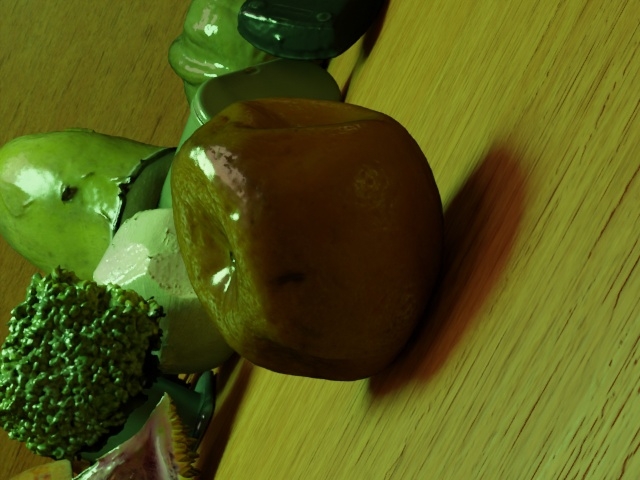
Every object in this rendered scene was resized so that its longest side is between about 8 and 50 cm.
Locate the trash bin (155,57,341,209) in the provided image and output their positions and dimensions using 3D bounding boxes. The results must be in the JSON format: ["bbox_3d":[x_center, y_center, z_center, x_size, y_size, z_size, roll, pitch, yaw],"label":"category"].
[{"bbox_3d":[-0.110,-0.125,2.002,0.243,0.121,0.247,-22,-27,-40],"label":"trash bin"}]

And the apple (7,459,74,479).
[{"bbox_3d":[-0.404,0.455,1.892,0.251,0.163,0.293,-177,81,-77],"label":"apple"}]

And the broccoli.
[{"bbox_3d":[-0.325,0.136,1.727,0.242,0.180,0.273,-55,27,-6],"label":"broccoli"}]

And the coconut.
[{"bbox_3d":[-0.202,0.074,1.910,0.227,0.227,0.230,-57,8,43],"label":"coconut"}]

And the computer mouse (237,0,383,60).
[{"bbox_3d":[-0.001,-0.347,2.027,0.100,0.170,0.269,82,-150,-41],"label":"computer mouse"}]

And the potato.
[{"bbox_3d":[-0.337,-0.036,2.183,0.397,0.296,0.290,40,-115,-64],"label":"potato"}]

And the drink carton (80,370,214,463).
[{"bbox_3d":[-0.266,0.255,1.933,0.191,0.189,0.185,-64,15,13],"label":"drink carton"}]

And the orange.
[{"bbox_3d":[0.000,0.000,1.091,0.249,0.183,0.249,52,154,39],"label":"orange"}]

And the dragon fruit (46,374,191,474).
[{"bbox_3d":[-0.316,0.255,2.124,0.268,0.130,0.295,-21,-50,-59],"label":"dragon fruit"}]

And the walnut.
[{"bbox_3d":[-0.128,-0.312,2.389,0.282,0.253,0.277,-61,9,22],"label":"walnut"}]

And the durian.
[{"bbox_3d":[-0.238,0.344,1.651,0.260,0.154,0.186,-29,45,8],"label":"durian"}]
